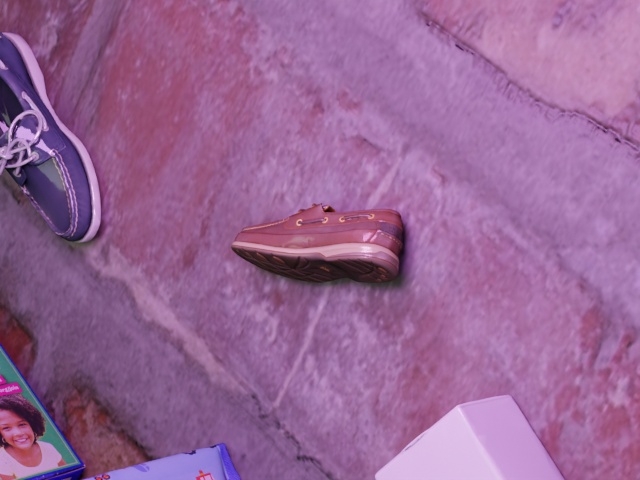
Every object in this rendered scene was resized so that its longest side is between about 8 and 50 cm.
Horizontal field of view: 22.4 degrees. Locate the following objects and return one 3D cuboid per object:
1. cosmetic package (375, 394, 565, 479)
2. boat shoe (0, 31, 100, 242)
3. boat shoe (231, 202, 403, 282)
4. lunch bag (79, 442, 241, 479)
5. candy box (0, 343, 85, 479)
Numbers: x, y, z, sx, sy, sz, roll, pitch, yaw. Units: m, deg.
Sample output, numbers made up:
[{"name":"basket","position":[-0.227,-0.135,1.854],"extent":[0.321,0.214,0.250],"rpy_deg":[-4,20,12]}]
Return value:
[{"name":"cosmetic package","position":[0.157,0.253,1.314],"extent":[0.117,0.085,0.231],"rpy_deg":[-43,66,34]},{"name":"boat shoe","position":[-0.305,-0.108,1.654],"extent":[0.095,0.079,0.254],"rpy_deg":[-35,73,36]},{"name":"boat shoe","position":[0.000,0.000,1.435],"extent":[0.178,0.064,0.060],"rpy_deg":[1,65,38]},{"name":"lunch bag","position":[-0.127,0.356,1.467],"extent":[0.138,0.221,0.293],"rpy_deg":[-46,66,34]},{"name":"candy box","position":[-0.433,0.225,1.769],"extent":[0.317,0.122,0.268],"rpy_deg":[49,124,23]}]
